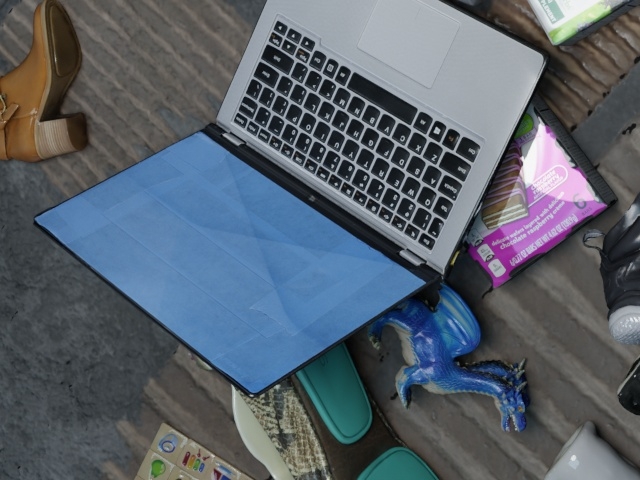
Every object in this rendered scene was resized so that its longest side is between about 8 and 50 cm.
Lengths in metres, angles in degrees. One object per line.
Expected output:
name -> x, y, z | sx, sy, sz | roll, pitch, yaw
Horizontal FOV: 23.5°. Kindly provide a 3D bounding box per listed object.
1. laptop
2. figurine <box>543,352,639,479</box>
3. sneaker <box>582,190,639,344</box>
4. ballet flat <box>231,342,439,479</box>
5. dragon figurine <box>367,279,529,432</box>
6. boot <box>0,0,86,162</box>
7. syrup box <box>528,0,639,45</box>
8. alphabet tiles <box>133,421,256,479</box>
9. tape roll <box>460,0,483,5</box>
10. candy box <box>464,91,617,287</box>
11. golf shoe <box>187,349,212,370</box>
laptop -> -0.040, -0.104, 1.634 | 0.382, 0.236, 0.408 | 35, 107, 34
figurine -> 0.385, 0.247, 1.670 | 0.209, 0.092, 0.215 | 39, 108, 7
sneaker -> 0.411, -0.001, 1.617 | 0.269, 0.101, 0.153 | -21, 70, 3
ballet flat -> 0.019, 0.260, 1.772 | 0.182, 0.164, 0.482 | -35, 87, 40
dragon figurine -> 0.131, 0.095, 1.729 | 0.144, 0.085, 0.289 | -27, 89, 5
boot -> -0.373, -0.193, 1.892 | 0.152, 0.073, 0.197 | -3, 93, 24
syrup box -> 0.331, -0.303, 1.613 | 0.237, 0.096, 0.093 | -31, 85, 21
alphabet tiles -> -0.139, 0.368, 1.909 | 0.237, 0.009, 0.198 | 30, 105, 13
tape roll -> 0.169, -0.357, 1.599 | 0.072, 0.219, 0.219 | 25, 104, 14
candy box -> 0.192, -0.088, 1.702 | 0.159, 0.071, 0.233 | -39, 83, 20
golf shoe -> -0.123, 0.064, 1.834 | 0.086, 0.067, 0.186 | 0, 96, 18
